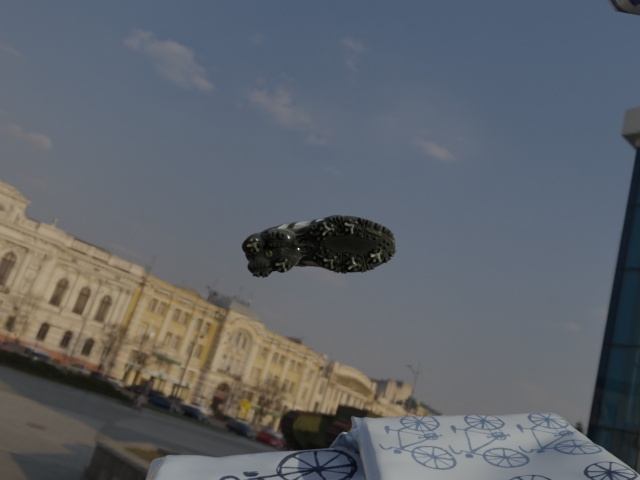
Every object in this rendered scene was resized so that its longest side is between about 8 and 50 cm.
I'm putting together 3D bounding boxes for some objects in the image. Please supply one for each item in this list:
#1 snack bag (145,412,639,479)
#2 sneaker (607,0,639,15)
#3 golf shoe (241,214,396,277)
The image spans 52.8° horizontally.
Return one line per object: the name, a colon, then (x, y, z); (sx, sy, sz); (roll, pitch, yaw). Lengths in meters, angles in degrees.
snack bag: (0.035, 0.166, 0.366); (0.342, 0.037, 0.323); (-3, 3, -1)
sneaker: (0.289, -0.329, 0.458); (0.127, 0.316, 0.182); (11, -15, 9)
golf shoe: (0.000, 0.000, 0.844); (0.198, 0.077, 0.094); (-2, 12, 7)
